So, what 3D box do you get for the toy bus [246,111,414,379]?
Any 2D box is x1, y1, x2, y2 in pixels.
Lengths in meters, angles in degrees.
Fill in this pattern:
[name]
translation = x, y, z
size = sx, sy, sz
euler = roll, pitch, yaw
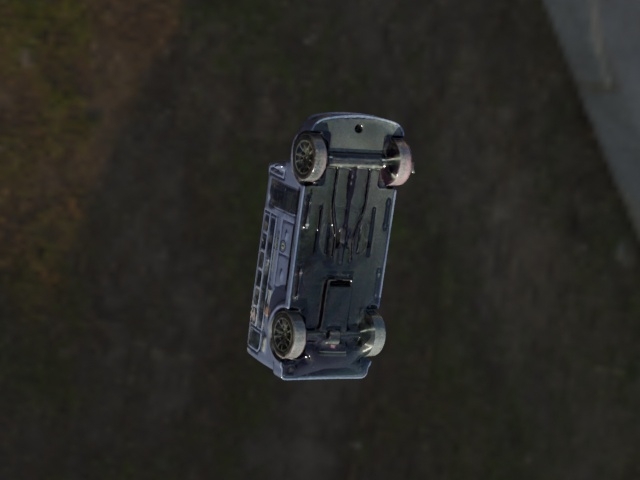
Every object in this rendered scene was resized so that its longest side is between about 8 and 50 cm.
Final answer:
[toy bus]
translation = 0.000, 0.000, 1.219
size = 0.073, 0.076, 0.167
euler = 2, 102, -32
